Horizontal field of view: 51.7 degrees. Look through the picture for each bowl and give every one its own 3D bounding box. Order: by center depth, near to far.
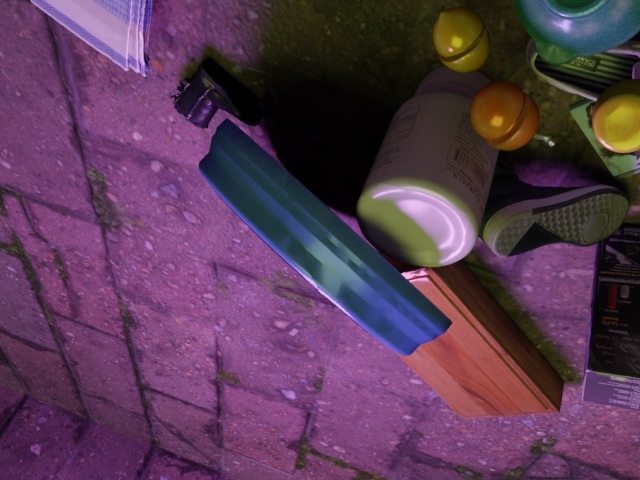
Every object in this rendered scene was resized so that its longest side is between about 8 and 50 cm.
[{"bbox_3d":[0.000,0.000,0.864,0.391,0.077,0.391,43,-178,-2],"label":"bowl"}]

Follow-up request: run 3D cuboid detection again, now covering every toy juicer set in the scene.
[{"bbox_3d":[0.210,-0.239,0.622,0.209,0.089,0.328,0,107,30],"label":"toy juicer set"}]

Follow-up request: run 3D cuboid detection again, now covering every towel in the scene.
[{"bbox_3d":[-0.277,-0.354,0.781,0.209,0.034,0.285,35,142,10],"label":"towel"}]

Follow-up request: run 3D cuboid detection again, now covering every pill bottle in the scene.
[{"bbox_3d":[0.133,-0.093,0.752,0.131,0.229,0.131,15,142,12],"label":"pill bottle"}]

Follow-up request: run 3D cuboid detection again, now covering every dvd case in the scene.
[{"bbox_3d":[0.359,-0.127,0.768,0.087,0.013,0.119,-19,126,42],"label":"dvd case"}]

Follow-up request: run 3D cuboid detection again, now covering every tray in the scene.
[{"bbox_3d":[0.229,0.171,1.150,0.203,0.076,0.411,-18,127,42],"label":"tray"}]

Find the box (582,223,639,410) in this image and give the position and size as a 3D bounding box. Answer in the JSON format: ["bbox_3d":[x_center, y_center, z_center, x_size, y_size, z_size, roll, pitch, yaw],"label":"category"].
[{"bbox_3d":[0.485,0.099,0.784,0.308,0.242,0.076,6,139,22],"label":"box"}]

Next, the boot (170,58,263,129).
[{"bbox_3d":[-0.150,-0.191,0.942,0.121,0.045,0.099,43,137,-12],"label":"boot"}]

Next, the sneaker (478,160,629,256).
[{"bbox_3d":[0.267,-0.058,0.849,0.226,0.163,0.086,-6,122,-24],"label":"sneaker"}]

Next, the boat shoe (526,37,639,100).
[{"bbox_3d":[0.323,-0.162,0.679,0.226,0.075,0.083,14,126,15],"label":"boat shoe"}]
